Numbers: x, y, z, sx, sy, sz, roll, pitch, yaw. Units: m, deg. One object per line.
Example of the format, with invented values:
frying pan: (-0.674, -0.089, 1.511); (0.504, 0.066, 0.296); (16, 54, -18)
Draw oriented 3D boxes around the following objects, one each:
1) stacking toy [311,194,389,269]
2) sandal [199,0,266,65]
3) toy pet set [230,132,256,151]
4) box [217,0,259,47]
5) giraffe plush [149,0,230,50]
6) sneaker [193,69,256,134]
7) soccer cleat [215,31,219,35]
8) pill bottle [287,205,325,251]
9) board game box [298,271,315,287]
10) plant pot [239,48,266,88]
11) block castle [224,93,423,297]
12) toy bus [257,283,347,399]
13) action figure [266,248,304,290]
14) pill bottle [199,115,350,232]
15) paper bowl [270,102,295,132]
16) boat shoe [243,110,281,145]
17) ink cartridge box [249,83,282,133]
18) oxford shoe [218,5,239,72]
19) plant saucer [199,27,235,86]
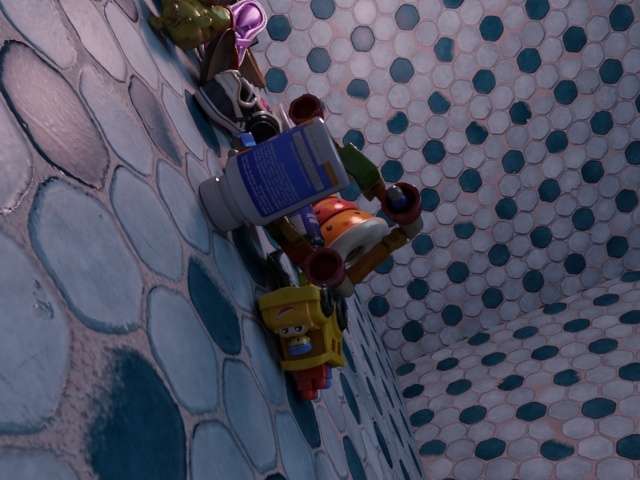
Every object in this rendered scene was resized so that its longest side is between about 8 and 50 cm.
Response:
stacking toy: (-0.001, -0.080, 1.924); (0.480, 0.350, 0.351); (48, -3, 26)
sandal: (-0.283, -0.716, 1.663); (0.169, 0.102, 0.417); (42, 48, -28)
toy pet set: (-0.208, -0.249, 1.445); (0.122, 0.065, 0.114); (35, 32, -80)
box: (-0.360, -0.828, 1.871); (0.168, 0.166, 0.203); (-59, 125, -82)
giraffe plush: (-0.320, -0.537, 1.183); (0.210, 0.181, 0.171); (46, 27, -49)
sneaker: (-0.235, -0.380, 1.368); (0.126, 0.127, 0.321); (53, 6, -4)
soccer cleat: (-0.379, -0.679, 1.345); (0.109, 0.116, 0.318); (47, -9, 45)
pill bottle: (-0.057, -0.018, 1.612); (0.123, 0.122, 0.219); (53, 14, -66)
board game box: (-0.023, 0.177, 1.527); (0.181, 0.043, 0.092); (-104, 169, -59)
plant pot: (-0.329, -0.745, 2.100); (0.237, 0.109, 0.238); (-24, 90, -83)
block castle: (-0.006, -0.115, 1.149); (0.453, 0.303, 0.213); (50, 0, 31)
toy bus: (-0.029, 0.209, 0.997); (0.220, 0.149, 0.212); (50, 33, -62)
action figure: (-0.071, 0.135, 1.212); (0.137, 0.063, 0.232); (22, 48, -84)
pill bottle: (-0.092, -0.120, 0.971); (0.152, 0.271, 0.153); (-23, 90, -84)
paper bowl: (-0.168, -0.428, 2.104); (0.284, 0.148, 0.285); (-23, 90, -83)
boat shoe: (-0.176, -0.305, 1.659); (0.340, 0.127, 0.113); (91, -25, -72)
ink cartridge box: (-0.230, -0.464, 1.822); (0.193, 0.088, 0.235); (51, 11, -24)
oxford shoe: (-0.292, -0.566, 1.518); (0.098, 0.096, 0.272); (-159, -108, -87)
plant saucer: (-0.290, -0.496, 1.373); (0.036, 0.199, 0.198); (21, 9, -1)
